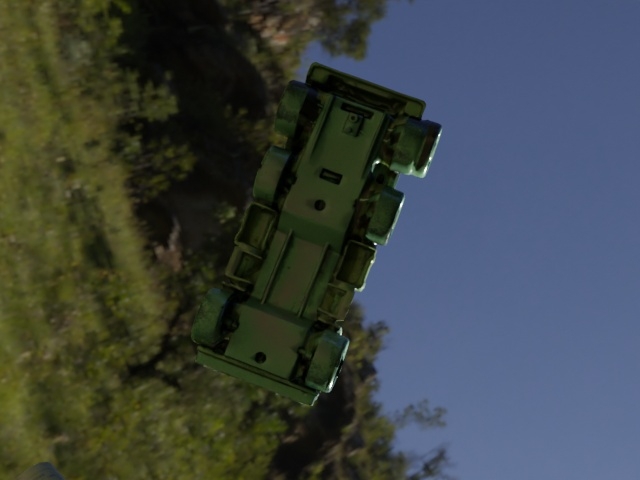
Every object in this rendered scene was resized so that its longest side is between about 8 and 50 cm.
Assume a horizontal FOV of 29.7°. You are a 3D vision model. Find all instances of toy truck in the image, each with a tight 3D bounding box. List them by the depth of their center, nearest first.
[{"bbox_3d":[-0.001,0.002,0.990,0.128,0.135,0.260,20,-102,6],"label":"toy truck"}]

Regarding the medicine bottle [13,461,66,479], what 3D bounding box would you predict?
[{"bbox_3d":[-0.218,0.314,1.179,0.231,0.059,0.059,42,-53,24],"label":"medicine bottle"}]
